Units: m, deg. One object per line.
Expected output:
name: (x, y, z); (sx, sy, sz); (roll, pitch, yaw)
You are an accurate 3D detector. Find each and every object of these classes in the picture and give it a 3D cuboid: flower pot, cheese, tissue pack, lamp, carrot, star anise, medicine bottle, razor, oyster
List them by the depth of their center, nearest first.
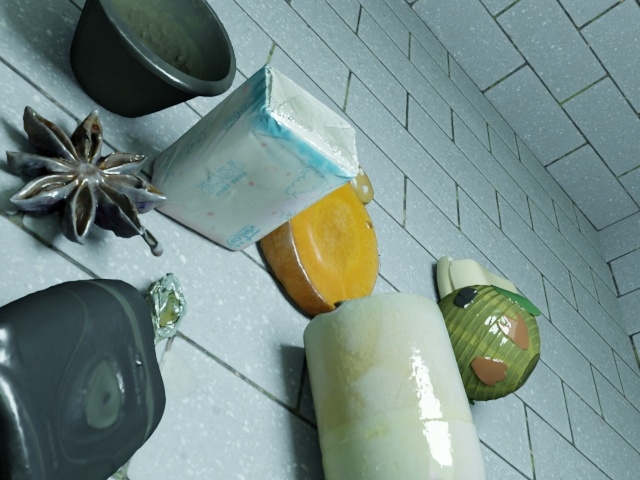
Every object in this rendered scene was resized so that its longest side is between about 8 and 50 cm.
razor: (-0.242, 0.145, 0.604); (0.349, 0.114, 0.204); (-42, 126, -86)
star anise: (-0.301, -0.066, 0.870); (0.262, 0.081, 0.230); (48, 31, 4)
oyster: (-0.216, 0.094, 0.909); (0.100, 0.037, 0.098); (8, 74, -76)
medicine bottle: (0.117, 0.306, 0.984); (0.236, 0.236, 0.406); (24, 45, -43)
tissue pack: (-0.102, -0.113, 1.007); (0.201, 0.271, 0.124); (33, 40, -34)
flower pot: (-0.278, -0.298, 1.026); (0.269, 0.166, 0.269); (37, 34, -31)
carrot: (0.000, 0.000, 1.222); (0.258, 0.100, 0.307); (14, 54, -45)
lamp: (0.316, 0.195, 1.380); (0.284, 0.250, 0.250); (35, 18, 32)
cheese: (0.394, 0.147, 1.620); (0.266, 0.127, 0.233); (32, 37, -40)

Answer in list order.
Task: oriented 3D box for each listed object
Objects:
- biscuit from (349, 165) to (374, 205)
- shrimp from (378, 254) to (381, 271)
biscuit: (0.010, -0.178, 1.437); (0.340, 0.047, 0.215); (30, 42, -37)
shrimp: (0.078, 0.003, 1.356); (0.057, 0.065, 0.165); (-11, 71, -32)
